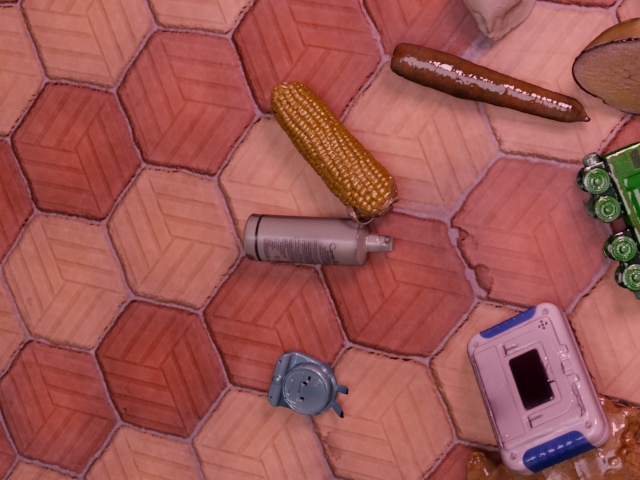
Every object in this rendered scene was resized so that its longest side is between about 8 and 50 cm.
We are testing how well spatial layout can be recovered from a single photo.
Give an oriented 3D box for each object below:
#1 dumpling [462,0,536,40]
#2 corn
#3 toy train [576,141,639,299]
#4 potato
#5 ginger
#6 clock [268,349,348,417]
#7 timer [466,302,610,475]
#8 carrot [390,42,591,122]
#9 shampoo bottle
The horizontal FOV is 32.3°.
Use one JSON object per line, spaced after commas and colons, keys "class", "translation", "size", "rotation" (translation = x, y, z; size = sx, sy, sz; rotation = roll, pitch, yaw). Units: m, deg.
{"class": "dumpling", "translation": [0.293, -0.427, 1.771], "size": [0.155, 0.181, 0.111], "rotation": [-26, 50, -9]}
{"class": "corn", "translation": [0.018, -0.154, 1.895], "size": [0.106, 0.106, 0.293], "rotation": [-44, 79, 18]}
{"class": "toy train", "translation": [0.500, -0.033, 1.768], "size": [0.119, 0.085, 0.251], "rotation": [-23, 94, 4]}
{"class": "potato", "translation": [0.503, -0.292, 1.707], "size": [0.202, 0.182, 0.117], "rotation": [-3, 59, 36]}
{"class": "ginger", "translation": [0.356, 0.375, 1.823], "size": [0.376, 0.166, 0.236], "rotation": [-20, 98, 6]}
{"class": "clock", "translation": [-0.016, 0.267, 1.990], "size": [0.147, 0.045, 0.108], "rotation": [18, 104, 14]}
{"class": "timer", "translation": [0.346, 0.237, 1.792], "size": [0.178, 0.078, 0.253], "rotation": [-29, 53, 20]}
{"class": "carrot", "translation": [0.279, -0.252, 1.816], "size": [0.342, 0.070, 0.070], "rotation": [19, 103, 9]}
{"class": "shampoo bottle", "translation": [0.000, 0.000, 1.927], "size": [0.262, 0.085, 0.085], "rotation": [3, 98, 17]}
